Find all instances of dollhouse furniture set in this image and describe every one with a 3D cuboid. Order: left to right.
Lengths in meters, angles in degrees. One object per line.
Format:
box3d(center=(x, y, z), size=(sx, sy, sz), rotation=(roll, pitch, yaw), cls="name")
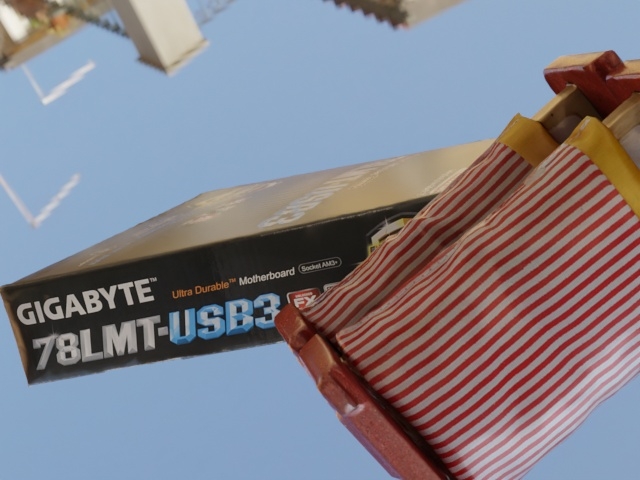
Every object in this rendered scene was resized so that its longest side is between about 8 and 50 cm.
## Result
box3d(center=(0.178, 0.109, 0.597), size=(0.201, 0.374, 0.152), rotation=(-44, -166, -1), cls="dollhouse furniture set")

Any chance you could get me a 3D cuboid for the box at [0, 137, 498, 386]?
box3d(center=(0.000, 0.000, 0.813), size=(0.293, 0.073, 0.295), rotation=(-12, -172, 22), cls="box")
